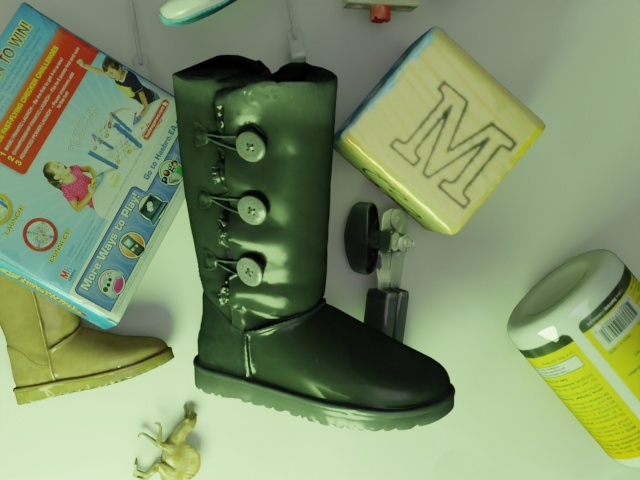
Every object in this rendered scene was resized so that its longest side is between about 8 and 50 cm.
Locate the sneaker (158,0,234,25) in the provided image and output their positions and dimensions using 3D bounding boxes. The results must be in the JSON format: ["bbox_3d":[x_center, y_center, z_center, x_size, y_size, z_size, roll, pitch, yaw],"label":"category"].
[{"bbox_3d":[-0.119,-0.357,1.339,0.228,0.087,0.092,-38,101,-4],"label":"sneaker"}]

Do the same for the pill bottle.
[{"bbox_3d":[0.429,0.191,1.454,0.188,0.188,0.334,-41,96,-3],"label":"pill bottle"}]

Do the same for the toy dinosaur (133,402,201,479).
[{"bbox_3d":[-0.214,0.320,1.465,0.092,0.053,0.183,7,92,-7],"label":"toy dinosaur"}]

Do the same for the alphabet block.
[{"bbox_3d":[0.150,-0.143,1.412,0.197,0.192,0.193,41,90,-5],"label":"alphabet block"}]

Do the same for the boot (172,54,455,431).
[{"bbox_3d":[-0.002,0.000,1.330,0.367,0.146,0.445,6,107,15],"label":"boot"}]

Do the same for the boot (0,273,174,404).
[{"bbox_3d":[-0.343,0.070,1.424,0.236,0.089,0.270,-14,93,-5],"label":"boot"}]

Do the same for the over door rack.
[{"bbox_3d":[-0.156,-0.374,1.412,0.239,0.108,0.324,-10,94,-4],"label":"over door rack"}]

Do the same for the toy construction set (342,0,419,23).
[{"bbox_3d":[0.136,-0.455,1.414,0.215,0.151,0.328,1,102,-31],"label":"toy construction set"}]

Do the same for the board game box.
[{"bbox_3d":[-0.329,-0.092,1.347,0.302,0.086,0.308,32,70,-16],"label":"board game box"}]

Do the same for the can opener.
[{"bbox_3d":[0.081,0.087,1.483,0.093,0.074,0.280,4,92,32],"label":"can opener"}]
